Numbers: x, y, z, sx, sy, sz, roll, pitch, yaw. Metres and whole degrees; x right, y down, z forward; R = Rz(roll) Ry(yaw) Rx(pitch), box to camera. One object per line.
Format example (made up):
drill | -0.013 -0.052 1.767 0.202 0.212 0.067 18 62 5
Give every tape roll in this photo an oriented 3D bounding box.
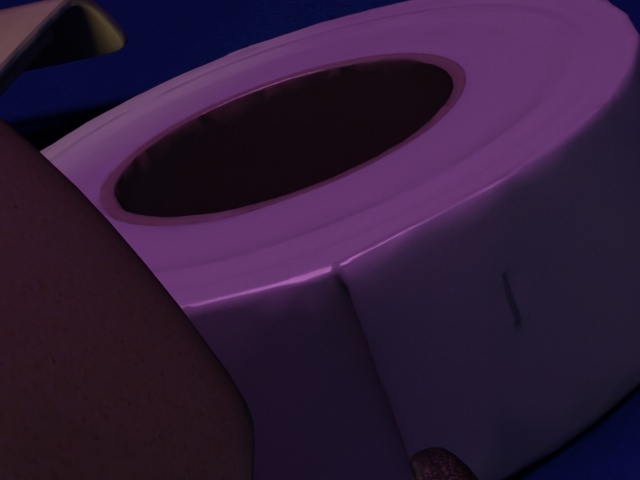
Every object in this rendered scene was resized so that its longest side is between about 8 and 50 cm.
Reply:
tape roll | 0.000 0.000 0.629 0.286 0.100 0.286 -17 22 7

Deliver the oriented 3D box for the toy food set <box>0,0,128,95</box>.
toy food set | -0.279 -0.044 1.011 0.220 0.092 0.306 -6 34 29

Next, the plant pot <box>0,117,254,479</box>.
plant pot | -0.124 0.078 0.388 0.191 0.284 0.284 15 21 -8

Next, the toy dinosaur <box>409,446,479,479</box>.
toy dinosaur | 0.034 0.139 0.269 0.121 0.160 0.313 -63 6 9
